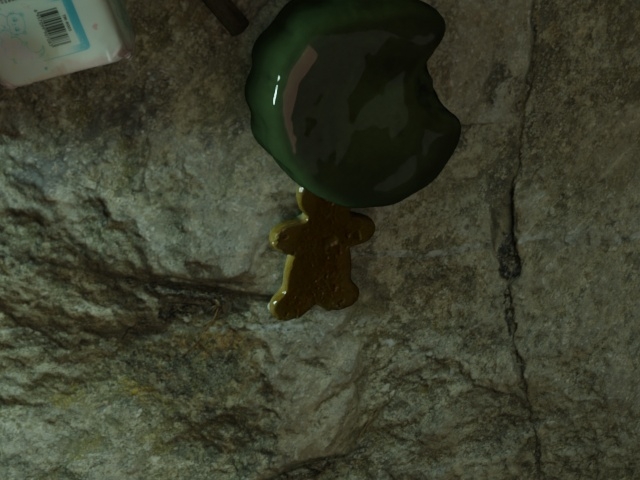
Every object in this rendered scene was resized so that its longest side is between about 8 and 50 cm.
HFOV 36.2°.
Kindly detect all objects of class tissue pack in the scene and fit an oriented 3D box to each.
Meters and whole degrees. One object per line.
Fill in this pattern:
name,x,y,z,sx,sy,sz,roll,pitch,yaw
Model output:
tissue pack,-0.385,-0.359,1.315,0.202,0.124,0.271,-13,125,7

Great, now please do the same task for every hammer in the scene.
hammer,-0.227,-0.429,1.411,0.111,0.043,0.365,-42,126,4

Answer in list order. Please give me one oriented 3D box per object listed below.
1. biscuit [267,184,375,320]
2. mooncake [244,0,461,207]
biscuit,0.000,0.000,1.741,0.197,0.049,0.301,-8,121,-23
mooncake,0.051,-0.224,1.540,0.352,0.187,0.351,-10,116,-21
